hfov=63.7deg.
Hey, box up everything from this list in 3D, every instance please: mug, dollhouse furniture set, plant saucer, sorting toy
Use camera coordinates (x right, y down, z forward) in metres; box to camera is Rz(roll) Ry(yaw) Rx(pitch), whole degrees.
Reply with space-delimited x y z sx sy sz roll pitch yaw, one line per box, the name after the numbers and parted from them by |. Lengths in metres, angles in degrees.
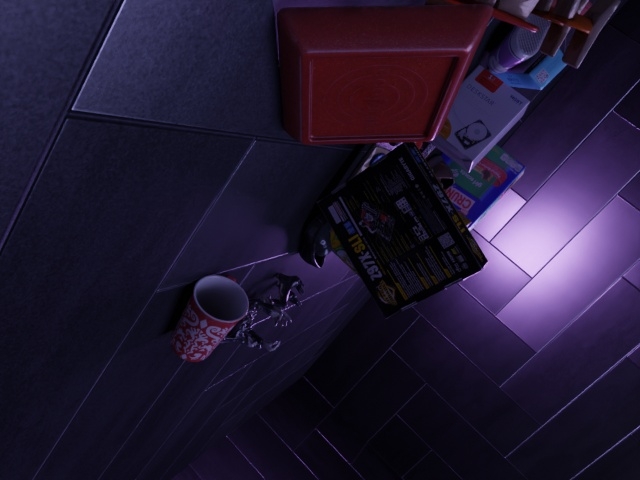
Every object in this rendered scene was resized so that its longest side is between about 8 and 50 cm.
-0.222 0.160 1.060 0.150 0.113 0.169 -25 158 -52 | mug
0.225 -0.336 0.737 0.259 0.262 0.135 -97 -153 -59 | dollhouse furniture set
0.075 -0.207 0.712 0.259 0.047 0.258 -3 159 -3 | plant saucer
0.142 -0.154 1.293 0.132 0.046 0.274 9 127 -46 | sorting toy

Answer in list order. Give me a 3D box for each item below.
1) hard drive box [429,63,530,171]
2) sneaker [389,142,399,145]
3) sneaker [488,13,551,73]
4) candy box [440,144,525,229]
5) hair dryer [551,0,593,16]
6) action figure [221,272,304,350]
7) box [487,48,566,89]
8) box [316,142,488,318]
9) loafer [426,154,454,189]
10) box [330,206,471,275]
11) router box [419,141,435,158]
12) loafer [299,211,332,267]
0.426 -0.339 1.436 0.232 0.181 0.089 -47 165 -4 | hard drive box
0.169 -0.279 1.037 0.130 0.087 0.227 -39 160 -7 | sneaker
0.550 -0.567 1.404 0.282 0.102 0.161 -48 -174 -19 | sneaker
0.549 -0.223 1.927 0.317 0.268 0.122 -50 161 10 | candy box
0.631 -0.588 1.240 0.294 0.224 0.080 -3 104 -63 | hair dryer
-0.145 0.203 1.340 0.276 0.141 0.164 -39 166 -40 | action figure
0.570 -0.485 1.439 0.100 0.060 0.244 -45 -159 8 | box
0.178 -0.020 1.162 0.257 0.321 0.079 -34 174 30 | box
0.355 -0.182 1.758 0.366 0.130 0.133 -35 162 -38 | loafer
0.211 -0.027 1.458 0.289 0.279 0.177 -54 164 23 | box
0.301 -0.270 1.548 0.122 0.038 0.092 -48 165 7 | router box
0.000 0.000 1.324 0.076 0.078 0.223 -40 164 -27 | loafer
